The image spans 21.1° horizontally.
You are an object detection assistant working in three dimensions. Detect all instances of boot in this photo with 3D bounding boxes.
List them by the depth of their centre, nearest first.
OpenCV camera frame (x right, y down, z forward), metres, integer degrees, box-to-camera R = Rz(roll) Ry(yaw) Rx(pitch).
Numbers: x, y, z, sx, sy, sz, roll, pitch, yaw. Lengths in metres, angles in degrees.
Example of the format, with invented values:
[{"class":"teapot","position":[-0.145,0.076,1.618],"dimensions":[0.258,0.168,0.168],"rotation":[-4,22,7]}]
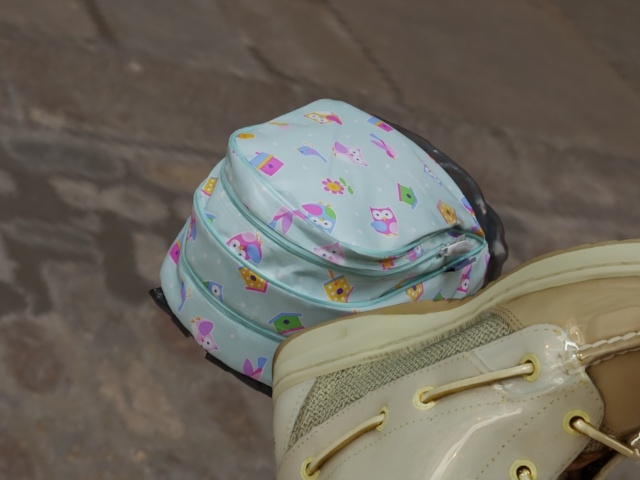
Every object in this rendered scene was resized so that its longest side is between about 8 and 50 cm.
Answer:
[{"class":"boot","position":[0.078,0.115,0.654],"dimensions":[0.095,0.262,0.203],"rotation":[34,52,-42]}]

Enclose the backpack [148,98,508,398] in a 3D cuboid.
[{"class":"backpack","position":[0.000,0.000,0.857],"dimensions":[0.152,0.115,0.182],"rotation":[33,29,22]}]
